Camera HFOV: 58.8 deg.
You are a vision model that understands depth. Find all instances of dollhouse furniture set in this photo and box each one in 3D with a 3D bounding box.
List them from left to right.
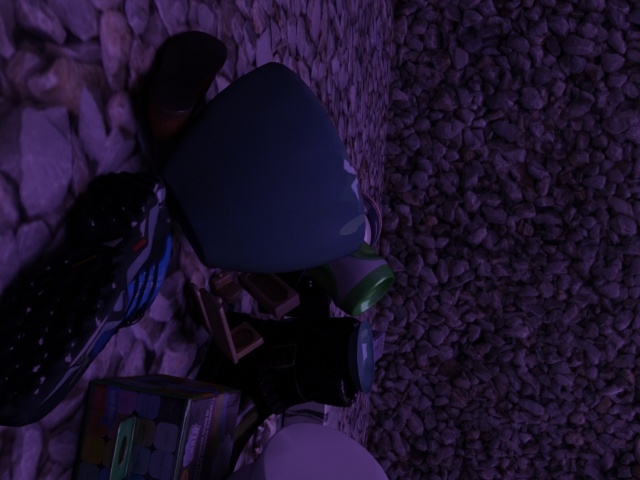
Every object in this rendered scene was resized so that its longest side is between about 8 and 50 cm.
[{"bbox_3d":[-0.125,0.077,0.912,0.151,0.144,0.123,-31,136,-26],"label":"dollhouse furniture set"}]

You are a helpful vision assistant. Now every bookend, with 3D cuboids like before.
[{"bbox_3d":[-0.037,0.095,1.235,0.156,0.157,0.072,-60,152,-58],"label":"bookend"}]

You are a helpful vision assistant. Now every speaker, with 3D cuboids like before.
[{"bbox_3d":[0.000,0.000,1.066,0.131,0.296,0.131,-37,159,-17],"label":"speaker"}]

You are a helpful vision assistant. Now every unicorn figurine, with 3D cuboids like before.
[{"bbox_3d":[-0.119,0.448,1.239,0.111,0.060,0.162,52,45,-69],"label":"unicorn figurine"}]

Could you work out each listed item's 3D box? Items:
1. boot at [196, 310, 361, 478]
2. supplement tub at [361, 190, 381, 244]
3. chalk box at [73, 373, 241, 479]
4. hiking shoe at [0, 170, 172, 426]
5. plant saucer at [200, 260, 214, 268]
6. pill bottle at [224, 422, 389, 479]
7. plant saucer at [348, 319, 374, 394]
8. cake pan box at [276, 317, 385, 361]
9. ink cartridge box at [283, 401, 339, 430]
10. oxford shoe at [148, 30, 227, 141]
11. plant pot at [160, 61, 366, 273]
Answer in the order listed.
[{"bbox_3d":[-0.073,0.270,0.943,0.131,0.260,0.348,73,26,-55],"label":"boot"},{"bbox_3d":[0.044,-0.028,1.439,0.272,0.191,0.191,-38,132,-71],"label":"supplement tub"},{"bbox_3d":[-0.204,0.242,0.692,0.213,0.132,0.132,40,58,-72],"label":"chalk box"},{"bbox_3d":[-0.221,0.063,0.586,0.132,0.113,0.304,80,21,-44],"label":"hiking shoe"},{"bbox_3d":[-0.157,-0.049,0.957,0.198,0.036,0.198,5,90,-75],"label":"plant saucer"},{"bbox_3d":[-0.071,0.443,0.737,0.407,0.229,0.229,-63,175,23],"label":"pill bottle"},{"bbox_3d":[0.066,0.191,0.927,0.119,0.021,0.119,-5,90,-72],"label":"plant saucer"},{"bbox_3d":[0.008,0.230,1.283,0.267,0.246,0.070,13,82,-76],"label":"cake pan box"},{"bbox_3d":[-0.016,0.430,1.528,0.197,0.114,0.272,22,73,-76],"label":"ink cartridge box"},{"bbox_3d":[-0.185,-0.213,0.765,0.076,0.076,0.212,-56,-167,46],"label":"oxford shoe"},{"bbox_3d":[-0.099,-0.068,0.778,0.195,0.290,0.290,-28,138,-17],"label":"plant pot"}]
